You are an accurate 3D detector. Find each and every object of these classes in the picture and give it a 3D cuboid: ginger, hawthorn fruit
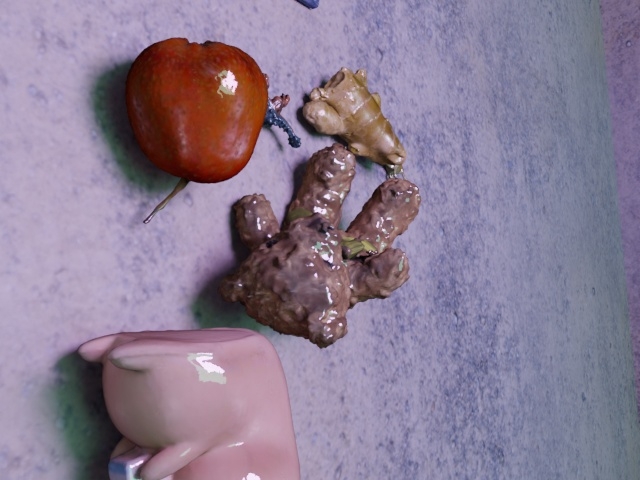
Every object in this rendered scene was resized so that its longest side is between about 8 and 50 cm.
[{"bbox_3d":[0.058,-0.196,1.100,0.205,0.081,0.115,26,52,-40],"label":"ginger"},{"bbox_3d":[-0.141,-0.122,0.792,0.163,0.163,0.203,-12,109,-52],"label":"hawthorn fruit"}]

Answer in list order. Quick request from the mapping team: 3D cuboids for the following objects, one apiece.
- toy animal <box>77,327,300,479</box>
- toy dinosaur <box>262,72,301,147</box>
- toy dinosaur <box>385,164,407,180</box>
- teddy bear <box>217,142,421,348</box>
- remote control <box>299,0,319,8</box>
[{"bbox_3d":[-0.117,0.209,0.735,0.213,0.195,0.256,-13,98,-44],"label":"toy animal"},{"bbox_3d":[-0.074,-0.181,0.951,0.154,0.049,0.055,45,50,-32],"label":"toy dinosaur"},{"bbox_3d":[0.124,-0.123,1.214,0.113,0.026,0.041,3,76,-61],"label":"toy dinosaur"},{"bbox_3d":[0.005,-0.009,0.904,0.296,0.246,0.222,-62,172,-15],"label":"teddy bear"},{"bbox_3d":[-0.052,-0.388,1.028,0.152,0.027,0.043,10,73,-53],"label":"remote control"}]
